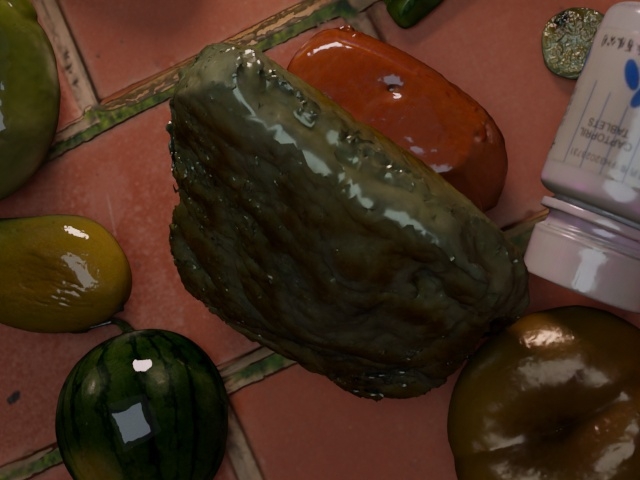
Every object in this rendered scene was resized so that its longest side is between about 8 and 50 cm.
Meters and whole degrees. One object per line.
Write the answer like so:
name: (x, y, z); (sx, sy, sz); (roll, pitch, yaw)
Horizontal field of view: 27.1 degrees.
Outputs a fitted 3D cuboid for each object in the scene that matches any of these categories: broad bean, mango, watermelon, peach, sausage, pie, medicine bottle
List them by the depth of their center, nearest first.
pie: (0.011, -0.004, 1.296); (0.395, 0.418, 0.180); (29, 68, 11)
medicine bottle: (0.321, -0.083, 1.357); (0.170, 0.170, 0.293); (21, 94, 12)
peach: (0.253, 0.193, 1.379); (0.251, 0.153, 0.251); (-1, 83, 8)
sausage: (0.079, -0.118, 1.418); (0.268, 0.141, 0.153); (33, 82, 10)
pie: (0.283, -0.215, 1.444); (0.085, 0.017, 0.085); (-1, 87, 12)
watermelon: (-0.212, 0.197, 1.489); (0.204, 0.127, 0.232); (-8, 82, 15)
mango: (-0.331, 0.040, 1.536); (0.237, 0.091, 0.137); (-3, 83, 18)
broad bean: (-0.421, -0.183, 1.544); (0.238, 0.119, 0.291); (-4, 91, 3)

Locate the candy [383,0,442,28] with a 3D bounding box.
candy: (0.060, -0.368, 1.463); (0.246, 0.069, 0.149); (42, 101, -16)
